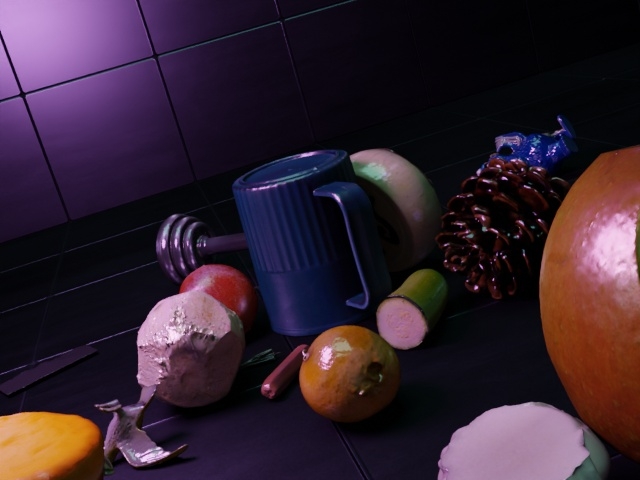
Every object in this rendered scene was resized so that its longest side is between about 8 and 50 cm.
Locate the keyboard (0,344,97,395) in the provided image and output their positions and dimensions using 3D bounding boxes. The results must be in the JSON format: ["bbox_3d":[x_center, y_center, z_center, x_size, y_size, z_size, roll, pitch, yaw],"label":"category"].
[{"bbox_3d":[-0.549,0.261,1.690,0.196,0.015,0.074,-27,23,-33],"label":"keyboard"}]

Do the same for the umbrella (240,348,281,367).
[{"bbox_3d":[-0.108,0.206,1.447,0.083,0.020,0.031,-24,17,-9],"label":"umbrella"}]

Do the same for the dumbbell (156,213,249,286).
[{"bbox_3d":[-0.197,0.006,1.910,0.406,0.179,0.179,-9,18,25],"label":"dumbbell"}]

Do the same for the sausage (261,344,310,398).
[{"bbox_3d":[-0.052,0.210,1.351,0.030,0.035,0.147,25,29,17],"label":"sausage"}]

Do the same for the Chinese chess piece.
[{"bbox_3d":[0.123,-0.059,1.675,0.257,0.257,0.104,4,36,49],"label":"Chinese chess piece"}]

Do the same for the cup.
[{"bbox_3d":[-0.018,0.004,1.541,0.242,0.292,0.308,-15,15,2],"label":"cup"}]

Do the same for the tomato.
[{"bbox_3d":[-0.200,0.123,1.579,0.167,0.167,0.167,-15,16,4],"label":"tomato"}]

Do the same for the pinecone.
[{"bbox_3d":[0.324,-0.025,1.460,0.272,0.224,0.224,-31,21,-30],"label":"pinecone"}]

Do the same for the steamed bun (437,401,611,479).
[{"bbox_3d":[0.205,0.249,0.850,0.183,0.106,0.183,-22,19,8],"label":"steamed bun"}]

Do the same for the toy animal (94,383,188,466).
[{"bbox_3d":[-0.308,0.281,1.251,0.155,0.095,0.219,-18,15,-24],"label":"toy animal"}]

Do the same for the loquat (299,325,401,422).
[{"bbox_3d":[0.040,0.186,1.168,0.141,0.141,0.141,-15,16,4],"label":"loquat"}]

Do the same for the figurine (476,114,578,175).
[{"bbox_3d":[0.512,-0.200,2.063,0.262,0.121,0.164,-16,29,46],"label":"figurine"}]

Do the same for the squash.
[{"bbox_3d":[0.168,0.105,1.406,0.095,0.095,0.188,-7,14,29],"label":"squash"}]

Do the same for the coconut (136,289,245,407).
[{"bbox_3d":[-0.212,0.174,1.369,0.194,0.194,0.194,-15,16,4],"label":"coconut"}]

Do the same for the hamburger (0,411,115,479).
[{"bbox_3d":[-0.367,0.324,1.023,0.246,0.170,0.246,-4,12,1],"label":"hamburger"}]

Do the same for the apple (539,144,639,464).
[{"bbox_3d":[0.412,0.054,0.831,0.374,0.374,0.384,-26,15,-31],"label":"apple"}]
